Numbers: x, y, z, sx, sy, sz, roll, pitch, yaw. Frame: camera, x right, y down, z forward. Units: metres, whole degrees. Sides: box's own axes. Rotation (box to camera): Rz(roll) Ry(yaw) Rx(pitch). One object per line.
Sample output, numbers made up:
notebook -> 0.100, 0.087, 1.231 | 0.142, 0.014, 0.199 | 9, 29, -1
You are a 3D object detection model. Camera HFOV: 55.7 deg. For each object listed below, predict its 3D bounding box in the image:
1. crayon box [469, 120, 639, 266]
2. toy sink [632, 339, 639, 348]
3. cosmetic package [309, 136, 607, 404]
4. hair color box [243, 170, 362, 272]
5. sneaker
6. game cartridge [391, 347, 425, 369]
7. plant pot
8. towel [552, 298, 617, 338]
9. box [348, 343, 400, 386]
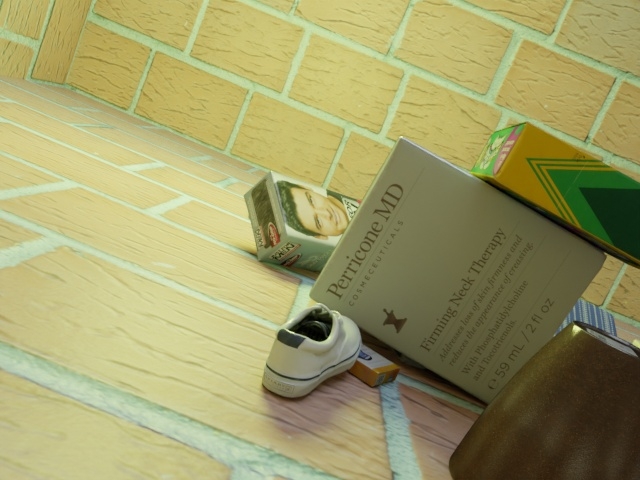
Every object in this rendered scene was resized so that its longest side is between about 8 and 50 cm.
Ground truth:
crayon box -> 0.426, -0.075, 1.018 | 0.313, 0.106, 0.363 | 31, 10, 3
toy sink -> 0.874, 0.373, 1.534 | 0.153, 0.131, 0.234 | 23, 14, 0
cosmetic package -> 0.238, 0.041, 1.165 | 0.394, 0.329, 0.327 | 30, 10, 2
hair color box -> 0.003, -0.026, 1.506 | 0.375, 0.114, 0.185 | 13, 50, -43
sneaker -> 0.006, 0.136, 0.855 | 0.094, 0.091, 0.258 | 22, 14, 15
game cartridge -> 0.163, 0.210, 1.121 | 0.056, 0.017, 0.083 | 24, 9, -19
plant pot -> 0.301, 0.222, 0.727 | 0.216, 0.230, 0.215 | 22, 10, -4
towel -> 0.647, 0.241, 1.610 | 0.336, 0.040, 0.243 | 22, 51, -11
box -> 0.052, 0.184, 0.971 | 0.136, 0.028, 0.081 | 26, 10, 31
